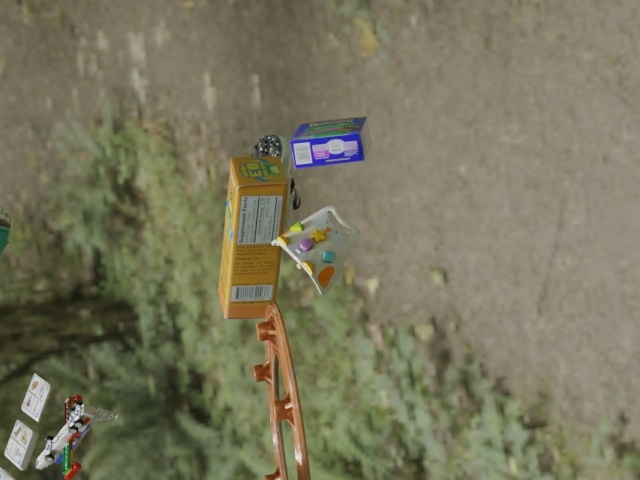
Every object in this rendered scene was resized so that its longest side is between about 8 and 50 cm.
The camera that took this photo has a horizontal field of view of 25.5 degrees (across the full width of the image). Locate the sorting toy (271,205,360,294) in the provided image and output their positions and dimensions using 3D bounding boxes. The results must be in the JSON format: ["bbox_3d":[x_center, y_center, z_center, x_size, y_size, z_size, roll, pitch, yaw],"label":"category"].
[{"bbox_3d":[0.000,0.000,1.511,0.083,0.075,0.045,44,165,22],"label":"sorting toy"}]

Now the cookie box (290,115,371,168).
[{"bbox_3d":[0.014,-0.127,1.817,0.107,0.092,0.040,-68,-29,-73],"label":"cookie box"}]

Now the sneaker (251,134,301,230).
[{"bbox_3d":[-0.066,-0.086,2.140,0.237,0.086,0.085,109,159,-60],"label":"sneaker"}]

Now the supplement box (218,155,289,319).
[{"bbox_3d":[-0.094,-0.002,1.969,0.078,0.080,0.233,-109,23,-52],"label":"supplement box"}]

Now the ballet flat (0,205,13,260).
[{"bbox_3d":[-0.422,0.039,1.624,0.077,0.091,0.241,50,120,27],"label":"ballet flat"}]

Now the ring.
[{"bbox_3d":[-0.046,0.239,1.628,0.336,0.032,0.336,173,90,-83],"label":"ring"}]

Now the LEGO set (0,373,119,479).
[{"bbox_3d":[-0.336,0.277,1.763,0.244,0.060,0.182,11,80,62],"label":"LEGO set"}]
